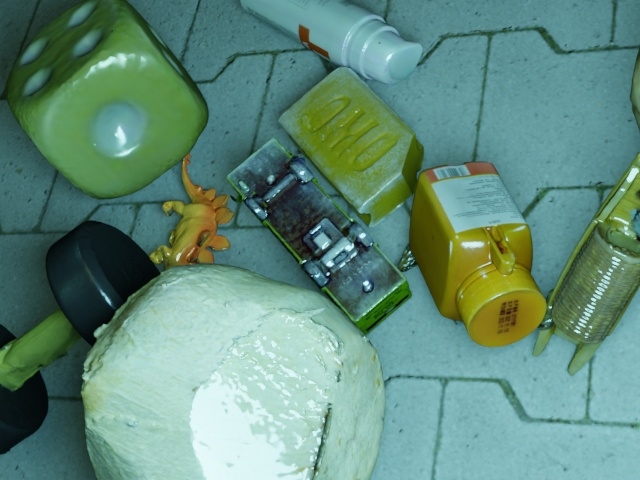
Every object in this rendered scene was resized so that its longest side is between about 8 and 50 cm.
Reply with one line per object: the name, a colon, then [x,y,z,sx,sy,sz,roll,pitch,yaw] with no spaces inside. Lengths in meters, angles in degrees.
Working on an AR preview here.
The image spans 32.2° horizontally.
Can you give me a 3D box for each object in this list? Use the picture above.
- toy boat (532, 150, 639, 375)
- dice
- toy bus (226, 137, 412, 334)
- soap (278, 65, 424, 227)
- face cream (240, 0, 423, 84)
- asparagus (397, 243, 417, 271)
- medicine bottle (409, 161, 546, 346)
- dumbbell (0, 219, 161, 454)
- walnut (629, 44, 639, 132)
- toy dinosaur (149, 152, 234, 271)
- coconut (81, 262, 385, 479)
toy boat: [0.337,0.034,1.301,0.089,0.310,0.115,30,39,10]
dice: [-0.335,-0.227,1.740,0.238,0.227,0.233,-38,39,4]
toy bus: [0.000,0.000,1.539,0.113,0.139,0.301,-40,61,-3]
soap: [0.055,-0.141,1.634,0.140,0.073,0.232,-41,54,1]
face cream: [0.013,-0.341,1.758,0.102,0.102,0.345,-47,53,-8]
asparagus: [0.160,-0.019,1.537,0.165,0.036,0.030,-49,45,-9]
medicine bottle: [0.197,0.021,1.401,0.112,0.149,0.222,-8,44,-12]
dumbbell: [-0.381,0.136,1.546,0.322,0.204,0.203,-34,53,13]
walnut: [0.551,-0.179,1.296,0.381,0.381,0.381,-11,57,17]
toy dinosaur: [-0.185,-0.024,1.670,0.117,0.070,0.288,-6,56,23]
coconut: [-0.122,0.203,1.345,0.360,0.346,0.346,8,64,25]
